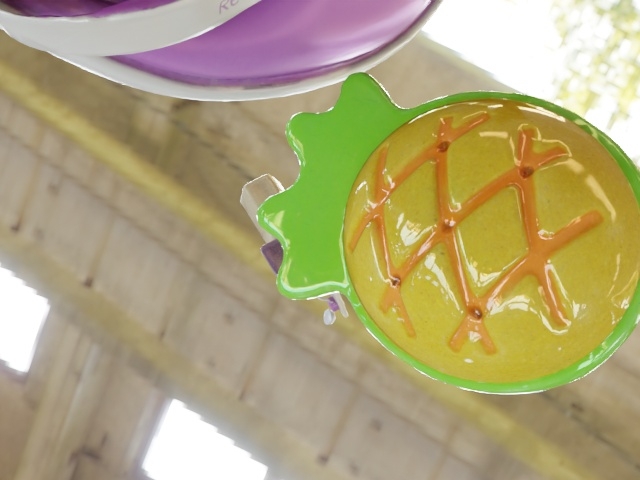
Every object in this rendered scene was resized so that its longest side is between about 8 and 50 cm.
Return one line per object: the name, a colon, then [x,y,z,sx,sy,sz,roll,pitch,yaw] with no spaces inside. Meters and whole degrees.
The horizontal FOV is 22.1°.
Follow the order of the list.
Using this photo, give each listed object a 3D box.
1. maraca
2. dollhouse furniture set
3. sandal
maraca: [0.056,-0.006,0.704,0.185,0.127,0.099,20,178,29]
dollhouse furniture set: [0.000,0.000,1.188,0.091,0.081,0.114,-28,-137,-6]
sandal: [-0.076,-0.141,0.639,0.416,0.169,0.102,8,-167,-42]
